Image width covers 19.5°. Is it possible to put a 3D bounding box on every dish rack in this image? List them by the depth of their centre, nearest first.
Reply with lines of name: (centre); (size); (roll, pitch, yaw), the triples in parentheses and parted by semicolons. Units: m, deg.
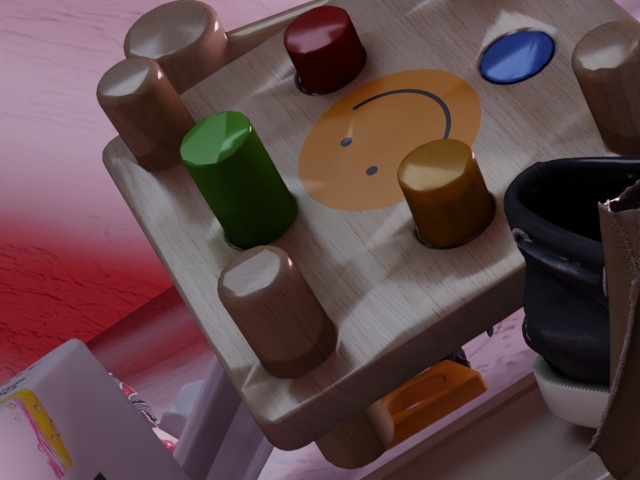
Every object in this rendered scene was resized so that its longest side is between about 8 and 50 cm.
dish rack: (0.000, 0.000, 1.137); (0.332, 0.072, 0.285); (-60, -3, -32)

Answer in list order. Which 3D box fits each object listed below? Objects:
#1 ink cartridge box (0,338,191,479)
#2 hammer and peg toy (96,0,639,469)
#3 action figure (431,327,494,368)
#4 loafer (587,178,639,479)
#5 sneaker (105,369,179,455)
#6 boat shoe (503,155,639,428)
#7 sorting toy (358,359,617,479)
ink cartridge box: (-0.173, 0.189, 0.957); (0.171, 0.168, 0.232); (-34, 5, 18)
hammer and peg toy: (0.022, -0.077, 0.938); (0.266, 0.127, 0.361); (-32, 40, -2)
action figure: (0.133, -0.022, 1.091); (0.276, 0.141, 0.164); (-34, 4, 44)
loafer: (0.100, 0.004, 0.504); (0.056, 0.050, 0.148); (-28, -38, -49)
sneaker: (-0.194, 0.164, 1.532); (0.121, 0.112, 0.299); (-37, 7, -12)
boat shoe: (0.179, -0.001, 0.642); (0.127, 0.113, 0.340); (-28, 11, -24)
sorting toy: (0.081, 0.108, 0.799); (0.196, 0.047, 0.347); (-28, 9, 2)
